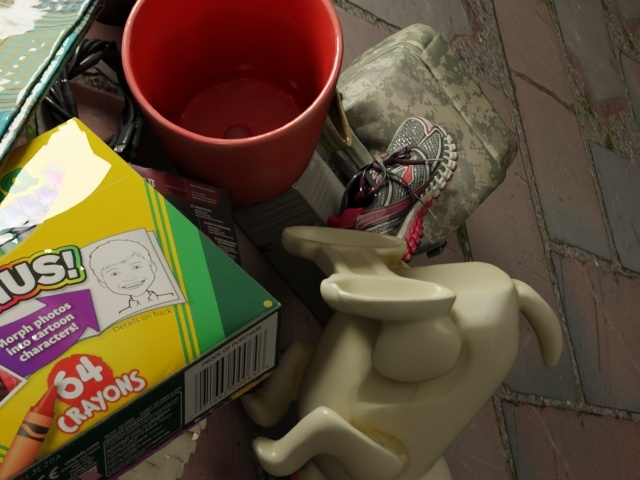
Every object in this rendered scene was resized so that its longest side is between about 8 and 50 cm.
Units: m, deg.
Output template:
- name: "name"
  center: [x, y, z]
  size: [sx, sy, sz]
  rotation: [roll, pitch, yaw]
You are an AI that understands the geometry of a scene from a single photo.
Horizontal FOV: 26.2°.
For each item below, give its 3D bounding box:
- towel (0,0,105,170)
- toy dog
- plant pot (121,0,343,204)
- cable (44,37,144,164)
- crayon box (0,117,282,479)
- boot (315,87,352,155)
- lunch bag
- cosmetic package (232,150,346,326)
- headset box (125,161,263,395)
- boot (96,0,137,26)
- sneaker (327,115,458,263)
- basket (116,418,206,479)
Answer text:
- name: "towel"
  center: [-0.398, -0.172, 1.372]
  size: [0.370, 0.271, 0.040]
  rotation: [-71, 168, -47]
- name: "toy dog"
  center: [0.085, 0.215, 1.754]
  size: [0.395, 0.284, 0.408]
  rotation: [3, 108, -26]
- name: "plant pot"
  center: [-0.106, -0.183, 1.739]
  size: [0.243, 0.275, 0.275]
  rotation: [91, -7, -65]
- name: "cable"
  center: [-0.283, -0.179, 1.721]
  size: [0.150, 0.047, 0.184]
  rotation: [34, 47, -34]
- name: "crayon box"
  center: [-0.272, 0.081, 1.220]
  size: [0.363, 0.106, 0.313]
  rotation: [-32, 58, -29]
- name: "boot"
  center: [-0.061, -0.199, 1.935]
  size: [0.213, 0.165, 0.077]
  rotation: [62, 32, -10]
- name: "lunch bag"
  center: [0.132, -0.153, 2.148]
  size: [0.305, 0.212, 0.256]
  rotation: [53, 37, -15]
- name: "cosmetic package"
  center: [0.000, 0.000, 1.941]
  size: [0.238, 0.127, 0.107]
  rotation: [51, 37, -21]
- name: "headset box"
  center: [-0.197, 0.044, 1.638]
  size: [0.218, 0.110, 0.293]
  rotation: [13, 60, -53]
- name: "boot"
  center: [-0.233, -0.427, 1.856]
  size: [0.377, 0.138, 0.284]
  rotation: [-15, 78, -62]
- name: "sneaker"
  center: [0.103, -0.080, 1.907]
  size: [0.112, 0.121, 0.299]
  rotation: [48, 41, -22]
- name: "basket"
  center: [-0.236, 0.139, 1.402]
  size: [0.201, 0.254, 0.289]
  rotation: [28, 67, -49]
